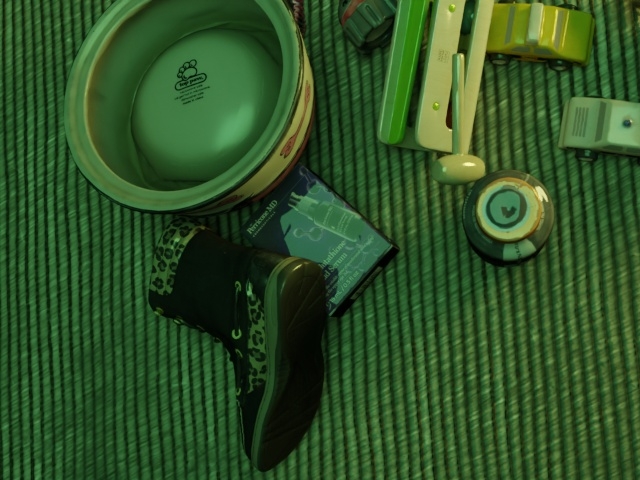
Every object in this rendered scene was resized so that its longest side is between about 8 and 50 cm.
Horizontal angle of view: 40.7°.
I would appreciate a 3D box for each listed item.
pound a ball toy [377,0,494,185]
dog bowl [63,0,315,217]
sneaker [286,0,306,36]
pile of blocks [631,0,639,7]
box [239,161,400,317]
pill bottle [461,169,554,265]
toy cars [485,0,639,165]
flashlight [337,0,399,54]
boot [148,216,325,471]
[{"bbox_3d":[0.206,-0.244,1.307,0.136,0.208,0.319,5,96,-27],"label":"pound a ball toy"},{"bbox_3d":[-0.190,-0.219,1.355,0.408,0.150,0.408,-6,74,20],"label":"dog bowl"},{"bbox_3d":[-0.058,-0.389,1.468,0.057,0.047,0.119,-7,76,18],"label":"sneaker"},{"bbox_3d":[0.581,-0.291,1.281,0.149,0.113,0.362,-26,78,23],"label":"pile of blocks"},{"bbox_3d":[0.000,0.000,1.385,0.207,0.108,0.153,41,94,12],"label":"box"},{"bbox_3d":[0.273,-0.031,1.260,0.130,0.246,0.130,-1,85,12],"label":"pill bottle"},{"bbox_3d":[0.400,-0.251,1.335,0.176,0.087,0.393,-41,79,6],"label":"toy cars"},{"bbox_3d":[0.019,-0.452,1.430,0.304,0.103,0.103,54,128,13],"label":"flashlight"},{"bbox_3d":[-0.140,0.156,1.376,0.284,0.138,0.377,25,125,33],"label":"boot"}]
